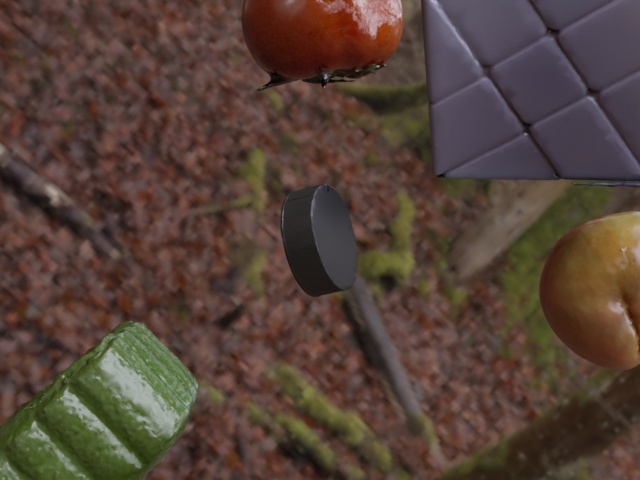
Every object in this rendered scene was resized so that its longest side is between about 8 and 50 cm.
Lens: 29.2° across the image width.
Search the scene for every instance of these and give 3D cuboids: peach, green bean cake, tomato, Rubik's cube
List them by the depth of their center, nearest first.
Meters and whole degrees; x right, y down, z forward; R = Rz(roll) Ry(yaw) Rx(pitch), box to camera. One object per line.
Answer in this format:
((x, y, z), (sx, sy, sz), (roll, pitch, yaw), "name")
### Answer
((-0.230, 0.190, 1.125), (0.125, 0.248, 0.222), (45, -1, -4), "green bean cake")
((0.226, -0.206, 1.236), (0.224, 0.231, 0.221), (-70, 158, -53), "Rubik's cube")
((0.328, 0.053, 1.343), (0.184, 0.184, 0.184), (43, 8, -7), "peach")
((0.004, -0.350, 1.937), (0.256, 0.256, 0.224), (-46, 124, -82), "tomato")

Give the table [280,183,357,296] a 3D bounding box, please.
((0.000, 0.000, 1.495), (0.133, 0.043, 0.133), (-13, 90, -68), "table")
